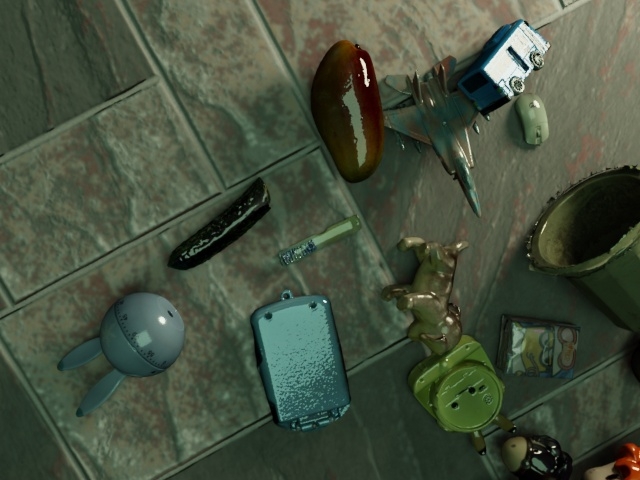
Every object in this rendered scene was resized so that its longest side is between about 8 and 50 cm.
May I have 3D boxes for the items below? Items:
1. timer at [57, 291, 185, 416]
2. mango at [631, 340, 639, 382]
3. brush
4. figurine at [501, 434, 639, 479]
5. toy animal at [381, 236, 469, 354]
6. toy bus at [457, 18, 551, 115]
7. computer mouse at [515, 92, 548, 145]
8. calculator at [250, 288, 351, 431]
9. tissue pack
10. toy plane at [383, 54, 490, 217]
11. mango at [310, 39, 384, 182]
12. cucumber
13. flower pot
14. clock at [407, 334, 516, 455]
[{"bbox_3d":[-0.360,0.209,1.802,0.175,0.175,0.255,33,119,-12],"label":"timer"},{"bbox_3d":[0.783,0.259,1.975,0.287,0.152,0.201,20,127,0],"label":"mango"},{"bbox_3d":[0.000,0.000,1.876,0.178,0.030,0.033,-26,91,-4],"label":"brush"},{"bbox_3d":[0.521,0.546,1.948,0.412,0.241,0.306,13,80,5],"label":"figurine"},{"bbox_3d":[0.212,0.104,1.884,0.169,0.121,0.233,11,86,-27],"label":"toy animal"},{"bbox_3d":[0.352,-0.336,1.821,0.106,0.090,0.184,45,59,-10],"label":"toy bus"},{"bbox_3d":[0.428,-0.241,1.909,0.056,0.032,0.110,-18,100,-6],"label":"computer mouse"},{"bbox_3d":[-0.040,0.238,1.889,0.173,0.051,0.293,-13,99,-6],"label":"calculator"},{"bbox_3d":[0.447,0.220,1.958,0.155,0.065,0.115,6,97,-9],"label":"tissue pack"},{"bbox_3d":[0.245,-0.193,1.837,0.223,0.104,0.326,-18,85,-6],"label":"toy plane"},{"bbox_3d":[0.051,-0.242,1.807,0.133,0.111,0.267,-9,96,-5],"label":"mango"},{"bbox_3d":[-0.189,-0.019,1.828,0.245,0.067,0.067,-41,102,0],"label":"cucumber"},{"bbox_3d":[0.586,0.032,1.873,0.290,0.290,0.259,-45,115,-1],"label":"flower pot"},{"bbox_3d":[0.301,0.322,1.946,0.170,0.069,0.232,-37,102,-3],"label":"clock"}]
